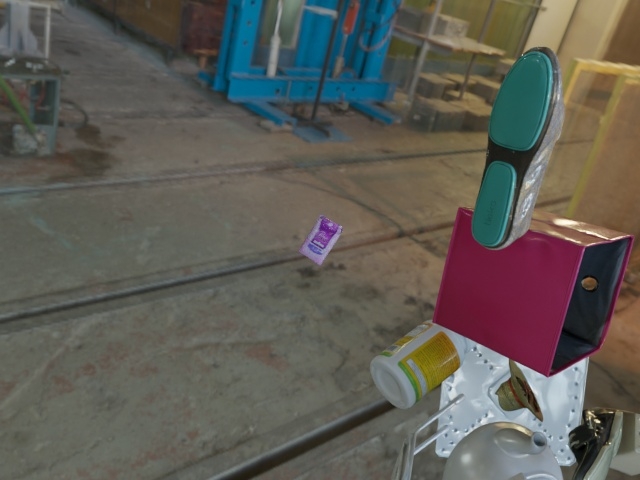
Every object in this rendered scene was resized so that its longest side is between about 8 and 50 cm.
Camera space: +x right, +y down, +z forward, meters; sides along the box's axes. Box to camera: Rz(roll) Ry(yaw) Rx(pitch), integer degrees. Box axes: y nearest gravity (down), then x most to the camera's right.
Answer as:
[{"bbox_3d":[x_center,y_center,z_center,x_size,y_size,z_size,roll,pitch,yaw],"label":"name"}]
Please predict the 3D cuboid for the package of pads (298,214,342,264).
[{"bbox_3d":[0.000,0.000,1.165,0.050,0.083,0.032,31,31,-3],"label":"package of pads"}]

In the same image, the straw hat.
[{"bbox_3d":[0.376,0.303,1.249,0.144,0.061,0.144,51,21,-28],"label":"straw hat"}]

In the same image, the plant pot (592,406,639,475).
[{"bbox_3d":[0.604,0.387,1.245,0.109,0.096,0.109,22,62,-13],"label":"plant pot"}]

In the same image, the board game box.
[{"bbox_3d":[0.523,0.414,1.762,0.390,0.390,0.050,4,6,-1],"label":"board game box"}]

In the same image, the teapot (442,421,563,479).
[{"bbox_3d":[0.370,0.491,1.219,0.256,0.252,0.187,41,-2,-24],"label":"teapot"}]

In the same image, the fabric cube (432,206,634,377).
[{"bbox_3d":[0.421,0.081,1.272,0.258,0.254,0.259,22,20,41],"label":"fabric cube"}]

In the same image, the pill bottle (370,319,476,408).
[{"bbox_3d":[0.248,0.271,1.494,0.246,0.136,0.136,-30,47,-27],"label":"pill bottle"}]

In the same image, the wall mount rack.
[{"bbox_3d":[0.253,0.541,1.564,0.130,0.350,0.304,14,53,7],"label":"wall mount rack"}]

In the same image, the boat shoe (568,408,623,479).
[{"bbox_3d":[0.473,0.370,1.125,0.079,0.084,0.233,11,23,32],"label":"boat shoe"}]

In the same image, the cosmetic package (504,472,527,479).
[{"bbox_3d":[0.336,0.470,0.984,0.099,0.060,0.239,56,10,-7],"label":"cosmetic package"}]

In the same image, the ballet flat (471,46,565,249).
[{"bbox_3d":[0.311,-0.137,0.985,0.106,0.316,0.107,-9,32,-38],"label":"ballet flat"}]
